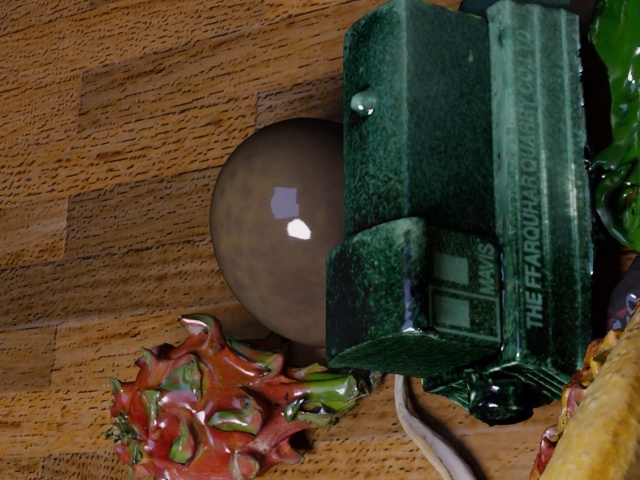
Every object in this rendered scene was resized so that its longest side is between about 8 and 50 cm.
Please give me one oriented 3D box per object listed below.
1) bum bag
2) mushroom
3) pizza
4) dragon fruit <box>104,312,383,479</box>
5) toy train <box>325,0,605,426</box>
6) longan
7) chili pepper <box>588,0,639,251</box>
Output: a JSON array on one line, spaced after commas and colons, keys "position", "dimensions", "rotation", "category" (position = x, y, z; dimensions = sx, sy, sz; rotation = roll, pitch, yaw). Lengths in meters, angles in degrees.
[{"position": [0.217, 0.057, 1.365], "dimensions": [0.124, 0.034, 0.058], "rotation": [-63, 20, 11], "category": "bum bag"}, {"position": [0.098, 0.226, 1.434], "dimensions": [0.068, 0.043, 0.306], "rotation": [-13, 65, 15], "category": "mushroom"}, {"position": [0.179, 0.143, 1.251], "dimensions": [0.081, 0.289, 0.229], "rotation": [19, 132, 15], "category": "pizza"}, {"position": [-0.061, 0.126, 1.566], "dimensions": [0.236, 0.135, 0.137], "rotation": [-26, 59, 12], "category": "dragon fruit"}, {"position": [0.099, -0.034, 1.396], "dimensions": [0.138, 0.178, 0.330], "rotation": [-27, 58, 53], "category": "toy train"}, {"position": [0.000, 0.000, 1.494], "dimensions": [0.159, 0.185, 0.204], "rotation": [-25, 52, -2], "category": "longan"}, {"position": [0.276, -0.181, 1.294], "dimensions": [0.167, 0.213, 0.385], "rotation": [10, 108, 4], "category": "chili pepper"}]
